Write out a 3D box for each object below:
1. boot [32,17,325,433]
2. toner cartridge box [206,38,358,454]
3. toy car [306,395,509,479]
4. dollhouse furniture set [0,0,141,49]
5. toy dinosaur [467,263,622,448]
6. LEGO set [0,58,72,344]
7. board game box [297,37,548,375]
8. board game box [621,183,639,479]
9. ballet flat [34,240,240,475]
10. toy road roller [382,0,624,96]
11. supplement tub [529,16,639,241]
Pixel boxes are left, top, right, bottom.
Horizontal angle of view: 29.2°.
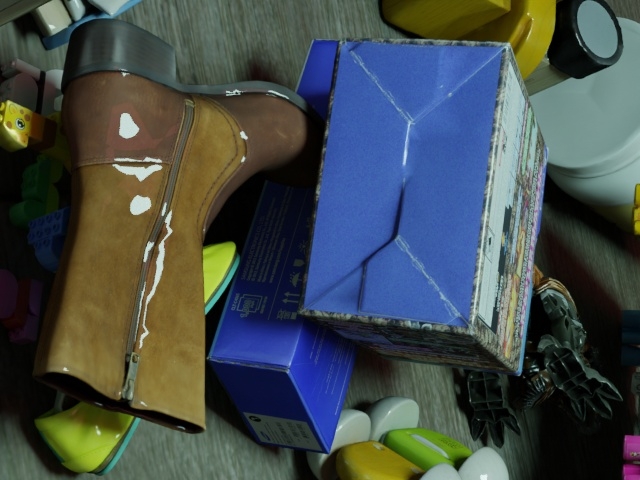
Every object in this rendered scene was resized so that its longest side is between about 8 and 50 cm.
[{"bbox_3d":[-0.085,0.002,0.917,0.264,0.096,0.280,27,54,-47],"label":"boot"},{"bbox_3d":[0.000,0.000,1.117,0.165,0.075,0.347,72,29,-54],"label":"toner cartridge box"},{"bbox_3d":[0.074,0.238,1.155,0.182,0.159,0.136,-5,117,-52],"label":"toy car"},{"bbox_3d":[-0.207,-0.303,0.920,0.303,0.198,0.286,-44,113,-49],"label":"dollhouse furniture set"},{"bbox_3d":[0.240,0.114,1.417,0.322,0.164,0.218,38,34,-15],"label":"toy dinosaur"},{"bbox_3d":[-0.220,-0.049,0.910,0.093,0.087,0.227,25,58,-45],"label":"LEGO set"},{"bbox_3d":[0.103,-0.018,1.075,0.291,0.141,0.232,39,59,-69],"label":"board game box"},{"bbox_3d":[0.385,0.186,1.471,0.390,0.050,0.390,72,25,-58],"label":"board game box"},{"bbox_3d":[-0.144,0.073,0.960,0.077,0.077,0.231,40,61,-17],"label":"ballet flat"},{"bbox_3d":[0.207,-0.324,1.447,0.241,0.202,0.329,19,65,-35],"label":"toy road roller"},{"bbox_3d":[0.436,-0.133,1.626,0.331,0.241,0.241,26,59,-44],"label":"supplement tub"}]
